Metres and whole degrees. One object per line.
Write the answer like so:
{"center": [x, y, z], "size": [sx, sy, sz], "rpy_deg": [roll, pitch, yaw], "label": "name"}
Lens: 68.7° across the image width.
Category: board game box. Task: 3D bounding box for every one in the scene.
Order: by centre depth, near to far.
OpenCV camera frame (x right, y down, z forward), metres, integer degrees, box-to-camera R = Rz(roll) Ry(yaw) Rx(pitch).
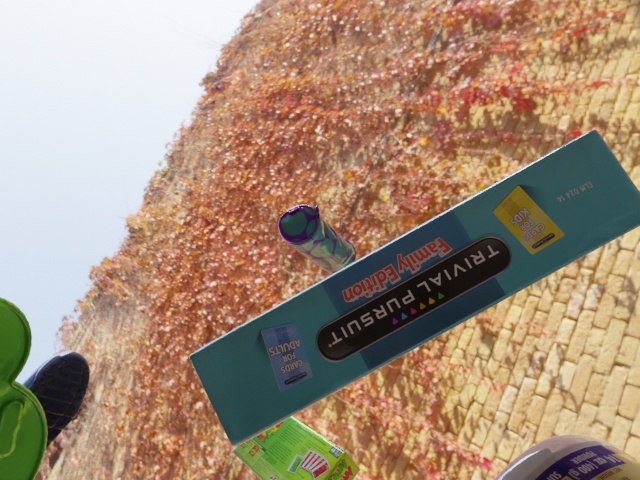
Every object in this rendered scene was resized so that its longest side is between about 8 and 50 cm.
{"center": [0.082, 0.051, 0.453], "size": [0.336, 0.254, 0.079], "rpy_deg": [-29, -100, 3], "label": "board game box"}
{"center": [-0.040, 0.304, 0.648], "size": [0.092, 0.181, 0.043], "rpy_deg": [-44, -64, -25], "label": "board game box"}

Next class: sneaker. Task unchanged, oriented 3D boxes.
{"center": [-0.252, 0.156, 0.388], "size": [0.053, 0.059, 0.144], "rpy_deg": [52, -126, -44], "label": "sneaker"}

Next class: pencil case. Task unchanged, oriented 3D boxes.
{"center": [0.000, 0.000, 0.706], "size": [0.152, 0.065, 0.070], "rpy_deg": [41, -144, -56], "label": "pencil case"}

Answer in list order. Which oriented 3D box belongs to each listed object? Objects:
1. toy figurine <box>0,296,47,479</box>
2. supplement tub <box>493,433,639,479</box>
{"center": [-0.263, 0.085, 0.282], "size": [0.130, 0.159, 0.173], "rpy_deg": [13, -83, -57], "label": "toy figurine"}
{"center": [0.279, 0.319, 0.312], "size": [0.241, 0.331, 0.240], "rpy_deg": [-5, -79, -26], "label": "supplement tub"}
